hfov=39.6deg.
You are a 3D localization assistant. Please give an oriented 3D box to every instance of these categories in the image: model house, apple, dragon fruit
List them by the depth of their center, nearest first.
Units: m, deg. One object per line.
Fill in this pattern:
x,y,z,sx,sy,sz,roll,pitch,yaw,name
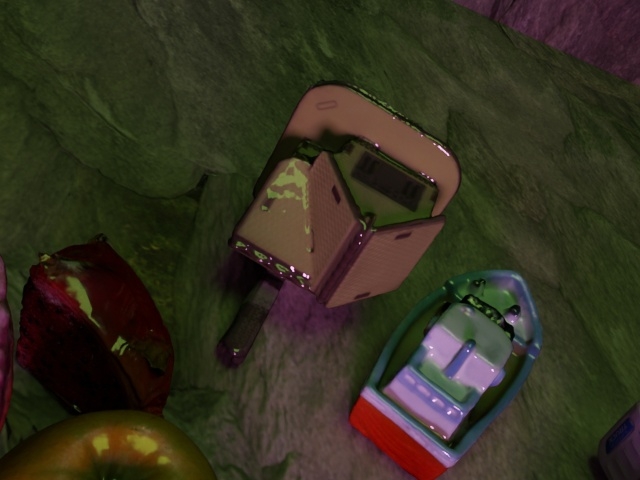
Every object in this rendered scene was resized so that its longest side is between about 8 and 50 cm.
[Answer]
-0.145,0.194,0.563,0.182,0.155,0.182,21,31,-13,apple
-0.163,0.080,0.747,0.161,0.127,0.120,39,40,13,dragon fruit
0.000,0.000,0.918,0.205,0.218,0.278,31,36,1,model house

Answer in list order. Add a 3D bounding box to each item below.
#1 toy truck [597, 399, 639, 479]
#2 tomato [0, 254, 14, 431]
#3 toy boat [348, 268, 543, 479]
0.392,0.290,0.926,0.155,0.124,0.268,8,40,-26,toy truck
-0.368,0.083,0.526,0.335,0.176,0.289,-11,71,-42,tomato
0.161,0.112,0.964,0.145,0.133,0.332,38,32,11,toy boat
